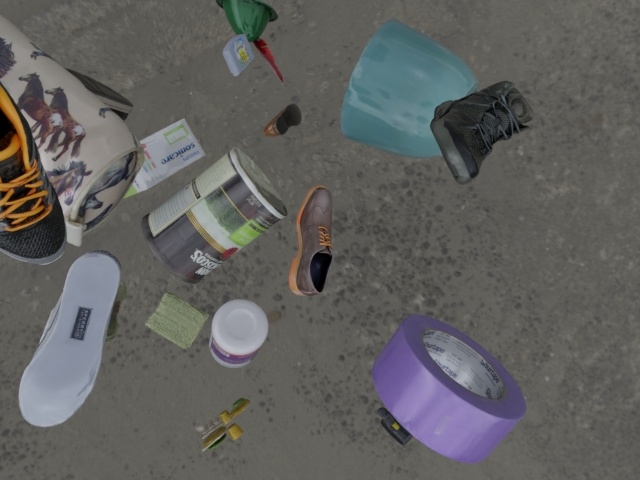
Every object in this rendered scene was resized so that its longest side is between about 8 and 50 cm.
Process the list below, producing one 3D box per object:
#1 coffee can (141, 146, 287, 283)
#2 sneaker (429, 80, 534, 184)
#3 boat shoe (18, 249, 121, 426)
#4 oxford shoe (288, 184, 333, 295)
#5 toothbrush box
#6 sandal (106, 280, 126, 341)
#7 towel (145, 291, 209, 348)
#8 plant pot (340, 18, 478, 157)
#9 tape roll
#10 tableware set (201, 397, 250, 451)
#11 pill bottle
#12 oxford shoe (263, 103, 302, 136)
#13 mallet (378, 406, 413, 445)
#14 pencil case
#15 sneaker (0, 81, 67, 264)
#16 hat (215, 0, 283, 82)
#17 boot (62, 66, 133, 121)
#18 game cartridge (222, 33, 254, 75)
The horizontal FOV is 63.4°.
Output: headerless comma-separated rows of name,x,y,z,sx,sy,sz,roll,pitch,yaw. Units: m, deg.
coffee can,-0.246,-0.058,1.215,0.275,0.201,0.201,-36,111,9
sneaker,0.224,-0.158,0.713,0.130,0.227,0.087,-21,110,25
boat shoe,-0.348,0.136,0.747,0.095,0.084,0.258,25,88,-17
oxford shoe,0.000,0.000,1.653,0.130,0.132,0.364,11,83,-34
toothbrush box,-0.494,-0.221,1.471,0.206,0.283,0.122,-40,112,-34
sandal,-0.720,0.215,1.726,0.120,0.303,0.086,17,122,-21
towel,-0.368,0.207,1.335,0.148,0.027,0.110,41,74,-38
plant pot,0.221,-0.328,1.206,0.235,0.293,0.293,28,99,17
tape roll,0.168,0.190,0.687,0.189,0.189,0.080,23,112,-19
tableware set,-0.162,0.326,0.920,0.104,0.154,0.024,-37,93,-12
pill bottle,-0.287,0.329,1.771,0.181,0.323,0.182,6,65,-12
oxford shoe,-0.130,-0.410,1.762,0.076,0.212,0.076,-10,113,32
mallet,0.132,0.325,0.908,0.062,0.190,0.039,40,80,23
pencil case,-0.421,-0.180,0.668,0.410,0.160,0.183,41,59,-8
sneaker,-0.274,-0.058,0.441,0.084,0.083,0.215,-42,141,-32
hat,-0.216,-0.570,1.466,0.173,0.208,0.184,6,98,-58
boot,-0.564,-0.190,0.983,0.377,0.138,0.284,-7,126,-56
game cartridge,-0.154,-0.353,0.974,0.017,0.083,0.056,-5,130,28
